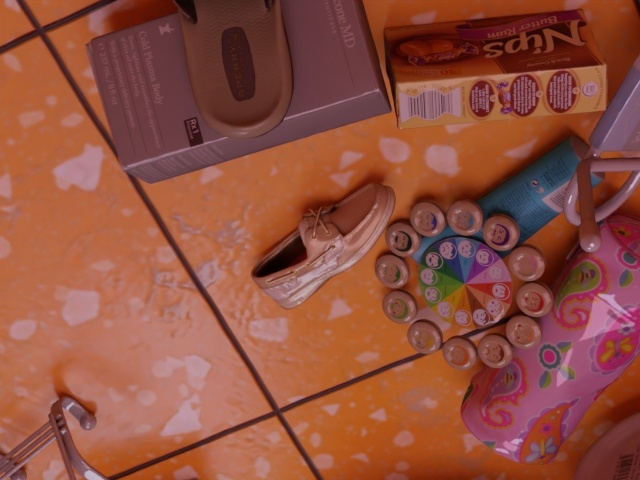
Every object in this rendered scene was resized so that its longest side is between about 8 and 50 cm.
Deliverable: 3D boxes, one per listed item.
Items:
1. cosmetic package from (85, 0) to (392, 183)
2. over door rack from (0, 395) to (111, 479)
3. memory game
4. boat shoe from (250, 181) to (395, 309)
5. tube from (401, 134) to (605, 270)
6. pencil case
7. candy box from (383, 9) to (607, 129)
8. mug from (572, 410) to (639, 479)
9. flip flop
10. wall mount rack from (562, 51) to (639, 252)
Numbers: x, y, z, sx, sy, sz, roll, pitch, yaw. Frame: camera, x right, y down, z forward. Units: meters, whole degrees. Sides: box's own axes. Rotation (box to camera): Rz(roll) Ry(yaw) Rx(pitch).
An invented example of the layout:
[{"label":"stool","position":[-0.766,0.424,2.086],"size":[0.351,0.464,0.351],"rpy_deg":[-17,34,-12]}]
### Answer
[{"label":"cosmetic package","position":[-0.067,-0.144,1.493],"size":[0.238,0.107,0.127],"rpy_deg":[-19,81,9]},{"label":"over door rack","position":[-0.290,0.350,1.710],"size":[0.239,0.324,0.108],"rpy_deg":[-39,133,19]},{"label":"memory game","position":[0.139,0.045,1.667],"size":[0.186,0.012,0.186],"rpy_deg":[10,116,21]},{"label":"boat shoe","position":[0.000,0.000,1.646],"size":[0.059,0.063,0.170],"rpy_deg":[33,117,-30]},{"label":"tube","position":[0.181,-0.022,1.658],"size":[0.207,0.052,0.080],"rpy_deg":[-37,106,25]},{"label":"pencil case","position":[0.256,0.094,1.703],"size":[0.124,0.124,0.284],"rpy_deg":[23,118,-19]},{"label":"candy box","position":[0.155,-0.153,1.528],"size":[0.186,0.109,0.053],"rpy_deg":[-6,124,0]},{"label":"mug","position":[0.391,0.373,1.755],"size":[0.276,0.374,0.328],"rpy_deg":[-13,121,45]},{"label":"flip flop","position":[-0.091,-0.220,1.412],"size":[0.112,0.080,0.277],"rpy_deg":[-13,84,11]},{"label":"wall mount rack","position":[0.318,-0.122,1.473],"size":[0.304,0.130,0.350],"rpy_deg":[-6,131,-49]}]
